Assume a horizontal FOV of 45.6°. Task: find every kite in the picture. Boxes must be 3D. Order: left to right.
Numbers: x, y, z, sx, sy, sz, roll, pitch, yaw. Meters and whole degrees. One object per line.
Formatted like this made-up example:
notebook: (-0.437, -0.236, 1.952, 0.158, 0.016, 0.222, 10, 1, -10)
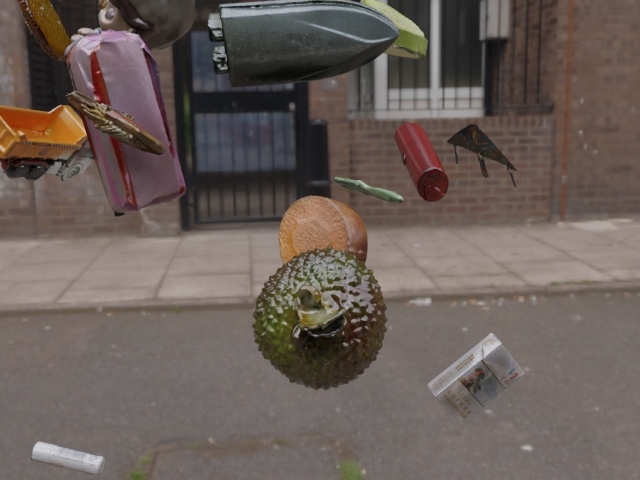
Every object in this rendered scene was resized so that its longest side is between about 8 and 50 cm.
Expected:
kite: (0.330, -0.184, 1.581, 0.182, 0.160, 0.010, 30, 67, 38)

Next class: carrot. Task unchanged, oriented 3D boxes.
carrot: (0.000, 0.000, 2.255, 0.307, 0.258, 0.100, 49, 14, 34)

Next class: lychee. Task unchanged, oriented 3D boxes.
lychee: (0.002, 0.148, 1.438, 0.269, 0.270, 0.319, 5, 6, 33)

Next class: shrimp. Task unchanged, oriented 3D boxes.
shrimp: (-0.302, -0.169, 1.128, 0.162, 0.045, 0.095, 32, 6, -29)

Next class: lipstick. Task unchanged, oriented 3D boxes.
lipstick: (-0.506, 0.438, 1.528, 0.141, 0.040, 0.040, 12, 10, 1)
lipstick: (0.204, -0.167, 1.553, 0.073, 0.073, 0.280, -1, 27, -3)

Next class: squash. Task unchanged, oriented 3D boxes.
squash: (0.196, -0.556, 2.025, 0.220, 0.133, 0.220, 19, 13, -5)

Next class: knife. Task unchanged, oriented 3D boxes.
knife: (0.091, -0.104, 1.523, 0.043, 0.020, 0.293, 37, -5, -23)

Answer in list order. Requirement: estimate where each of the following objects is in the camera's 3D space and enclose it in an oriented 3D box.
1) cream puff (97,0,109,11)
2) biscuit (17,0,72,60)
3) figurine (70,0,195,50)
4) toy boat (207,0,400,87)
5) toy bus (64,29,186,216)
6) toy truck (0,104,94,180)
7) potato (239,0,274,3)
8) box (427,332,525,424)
cream puff: (-0.508, -0.662, 2.133, 0.239, 0.240, 0.164, -2, -10, -7)
biscuit: (-0.523, -0.417, 1.417, 0.025, 0.206, 0.126, -14, 43, 6)
figurine: (-0.400, -0.452, 1.622, 0.203, 0.381, 0.248, 27, 19, -22)
toy boat: (-0.025, -0.337, 1.275, 0.319, 0.141, 0.092, -4, 44, -1)
toy bus: (-0.321, -0.197, 1.265, 0.127, 0.303, 0.147, -19, 13, -27)
toy truck: (-0.551, -0.198, 1.504, 0.135, 0.114, 0.270, -45, -10, 16)
potato: (-0.057, -0.581, 1.601, 0.229, 0.266, 0.229, 0, -35, 0)
box: (0.432, 0.383, 2.104, 0.233, 0.149, 0.067, -40, 31, 5)
